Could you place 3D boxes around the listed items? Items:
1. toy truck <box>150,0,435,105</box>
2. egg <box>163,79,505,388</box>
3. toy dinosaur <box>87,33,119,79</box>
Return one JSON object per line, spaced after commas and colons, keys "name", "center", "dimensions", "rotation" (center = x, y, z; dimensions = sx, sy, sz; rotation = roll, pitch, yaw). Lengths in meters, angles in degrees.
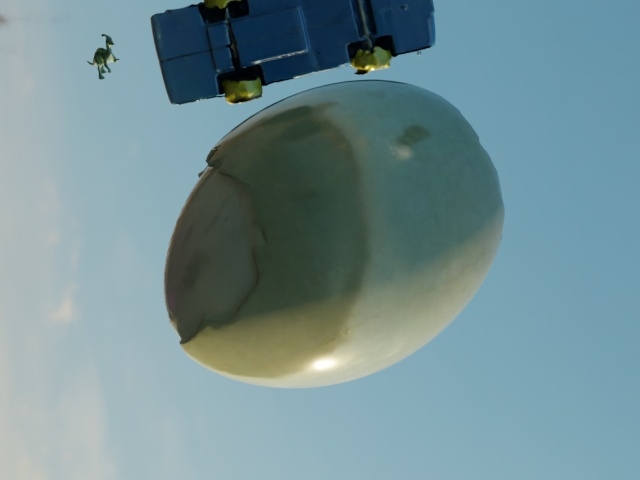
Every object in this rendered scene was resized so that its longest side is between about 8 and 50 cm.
{"name": "toy truck", "center": [-0.037, -0.295, 1.849], "dimensions": [0.162, 0.385, 0.161], "rotation": [-109, -175, -80]}
{"name": "egg", "center": [0.000, 0.000, 1.284], "dimensions": [0.278, 0.336, 0.278], "rotation": [48, -25, 32]}
{"name": "toy dinosaur", "center": [-0.291, -0.246, 1.746], "dimensions": [0.083, 0.021, 0.062], "rotation": [32, -49, 40]}
